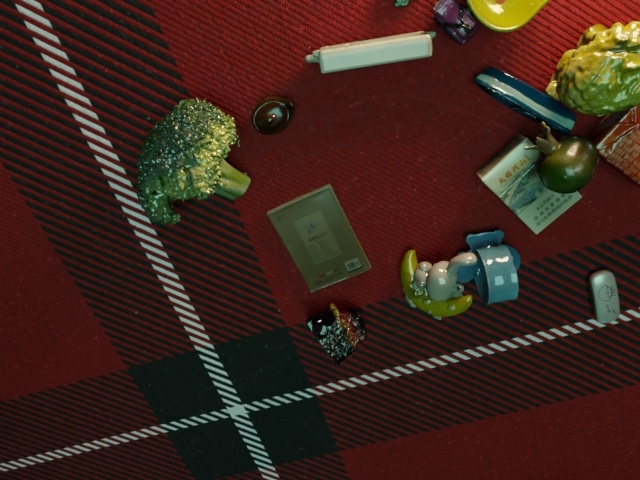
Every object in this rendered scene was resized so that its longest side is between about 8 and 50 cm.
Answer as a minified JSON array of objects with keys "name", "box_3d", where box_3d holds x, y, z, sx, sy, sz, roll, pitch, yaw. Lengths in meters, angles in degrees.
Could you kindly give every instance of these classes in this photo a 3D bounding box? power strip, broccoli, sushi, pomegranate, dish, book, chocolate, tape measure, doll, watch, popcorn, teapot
[{"name":"power strip","box_3d":[0.127,-0.481,1.276,0.338,0.098,0.058,-7,118,4]},{"name":"broccoli","box_3d":[-0.349,-0.182,1.340,0.301,0.249,0.375,33,106,-11]},{"name":"sushi","box_3d":[0.065,0.287,1.616,0.150,0.153,0.172,-37,88,-3]},{"name":"pomegranate","box_3d":[0.626,-0.218,1.308,0.191,0.131,0.152,33,77,-6]},{"name":"dish","box_3d":[0.453,-0.635,1.189,0.262,0.108,0.221,-34,107,9]},{"name":"book","box_3d":[0.000,0.000,1.546,0.216,0.021,0.310,-23,113,12]},{"name":"chocolate","box_3d":[0.887,-0.286,1.354,0.237,0.108,0.235,31,112,-12]},{"name":"tape measure","box_3d":[0.334,-0.544,1.228,0.118,0.125,0.074,44,114,-3]},{"name":"doll","box_3d":[0.356,0.130,1.522,0.237,0.111,0.252,17,122,38]},{"name":"watch","box_3d":[0.510,0.086,1.484,0.210,0.193,0.211,-1,116,-1]},{"name":"popcorn","box_3d":[0.700,-0.424,1.252,0.205,0.251,0.237,30,77,-37]},{"name":"teapot","box_3d":[-0.128,-0.339,1.355,0.129,0.078,0.098,-27,112,12]}]

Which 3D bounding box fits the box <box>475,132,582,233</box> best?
[{"name":"box","box_3d":[0.598,-0.161,1.436,0.256,0.069,0.164,39,110,-16]}]

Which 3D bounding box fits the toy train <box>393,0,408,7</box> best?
[{"name":"toy train","box_3d":[0.220,-0.629,1.237,0.103,0.044,0.064,-32,100,15]}]

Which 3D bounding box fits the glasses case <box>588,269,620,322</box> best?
[{"name":"glasses case","box_3d":[0.913,0.182,1.603,0.076,0.049,0.197,-18,114,9]}]

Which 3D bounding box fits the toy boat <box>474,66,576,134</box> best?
[{"name":"toy boat","box_3d":[0.543,-0.374,1.324,0.299,0.096,0.062,25,106,-11]}]
